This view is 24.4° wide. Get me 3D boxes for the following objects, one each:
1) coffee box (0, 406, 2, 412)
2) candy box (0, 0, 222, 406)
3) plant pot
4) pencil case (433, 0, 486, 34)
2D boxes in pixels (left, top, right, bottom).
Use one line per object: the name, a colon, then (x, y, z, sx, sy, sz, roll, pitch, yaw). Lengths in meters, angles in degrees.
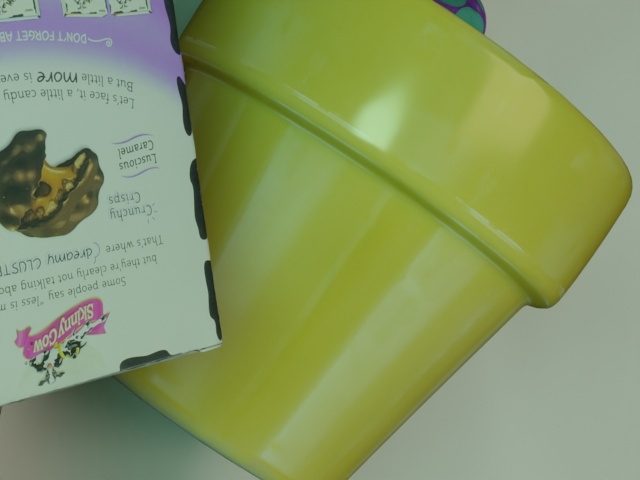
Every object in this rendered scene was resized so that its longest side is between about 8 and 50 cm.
coffee box: (-0.212, -0.007, 0.623, 0.119, 0.168, 0.297, 25, 70, -45)
candy box: (-0.128, -0.040, 0.539, 0.165, 0.070, 0.196, -12, 97, -48)
plant pot: (0.000, 0.000, 0.808, 0.254, 0.254, 0.239, 36, 88, -42)
pencil case: (0.052, -0.131, 1.010, 0.152, 0.064, 0.070, -35, 99, -44)
